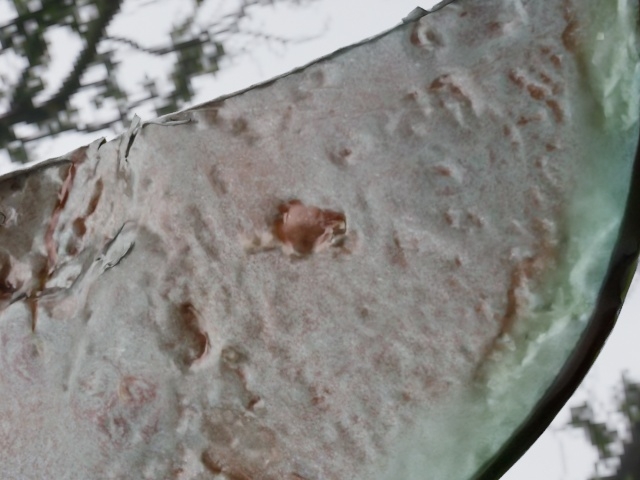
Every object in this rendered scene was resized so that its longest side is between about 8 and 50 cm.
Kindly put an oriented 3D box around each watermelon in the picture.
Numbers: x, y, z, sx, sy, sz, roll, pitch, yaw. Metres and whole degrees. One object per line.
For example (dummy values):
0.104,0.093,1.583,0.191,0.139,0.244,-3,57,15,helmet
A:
0.000,0.000,0.572,0.180,0.305,0.224,46,-147,-40,watermelon
